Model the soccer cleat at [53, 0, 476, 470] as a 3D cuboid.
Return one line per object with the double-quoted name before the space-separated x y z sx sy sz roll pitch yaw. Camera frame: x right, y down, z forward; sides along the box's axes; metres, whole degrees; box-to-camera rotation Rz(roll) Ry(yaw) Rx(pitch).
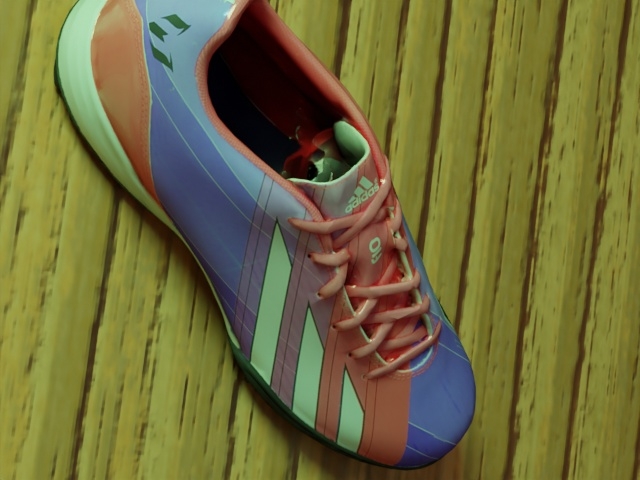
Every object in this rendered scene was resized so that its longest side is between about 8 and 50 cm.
"soccer cleat" 0.000 0.000 0.974 0.318 0.116 0.109 54 56 -27
